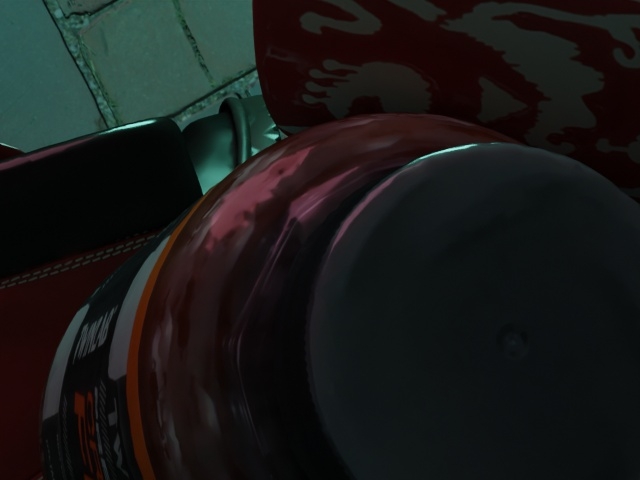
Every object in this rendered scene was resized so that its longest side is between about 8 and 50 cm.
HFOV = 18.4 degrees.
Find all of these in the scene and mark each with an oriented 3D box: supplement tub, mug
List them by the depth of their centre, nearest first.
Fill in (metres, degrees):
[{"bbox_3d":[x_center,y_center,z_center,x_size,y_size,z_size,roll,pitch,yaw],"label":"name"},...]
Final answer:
[{"bbox_3d":[0.004,0.033,0.412,0.106,0.106,0.198,-27,-2,-19],"label":"supplement tub"},{"bbox_3d":[0.078,-0.037,0.422,0.169,0.150,0.113,10,22,14],"label":"mug"}]

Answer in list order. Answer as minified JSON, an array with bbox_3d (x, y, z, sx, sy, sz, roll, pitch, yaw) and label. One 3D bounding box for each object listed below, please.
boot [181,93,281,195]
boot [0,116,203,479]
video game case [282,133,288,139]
[{"bbox_3d":[-0.142,0.017,1.186,0.260,0.131,0.348,-7,22,0],"label":"boot"},{"bbox_3d":[-0.126,0.067,0.609,0.244,0.176,0.088,-29,1,-1],"label":"boot"},{"bbox_3d":[0.000,0.000,1.053,0.025,0.204,0.285,-6,-1,0],"label":"video game case"}]
